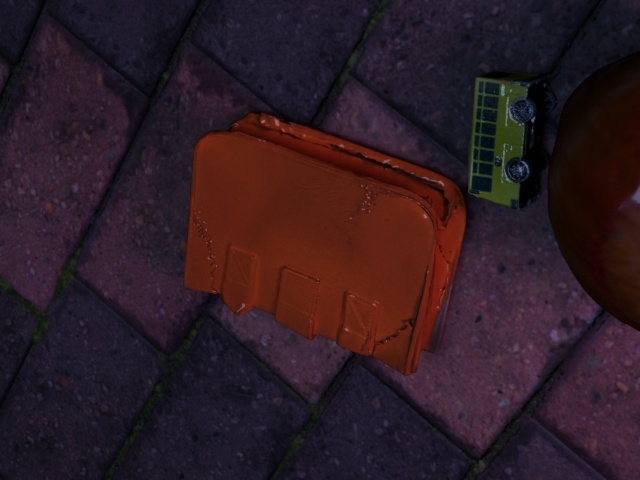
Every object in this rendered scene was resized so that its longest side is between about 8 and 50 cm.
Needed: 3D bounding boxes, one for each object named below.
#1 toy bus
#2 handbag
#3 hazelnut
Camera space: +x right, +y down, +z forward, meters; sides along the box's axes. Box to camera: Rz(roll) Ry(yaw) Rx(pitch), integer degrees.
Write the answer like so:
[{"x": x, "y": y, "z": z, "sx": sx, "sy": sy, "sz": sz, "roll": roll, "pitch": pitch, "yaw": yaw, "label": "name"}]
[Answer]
[{"x": 0.252, "y": -0.137, "z": 1.746, "sx": 0.101, "sy": 0.088, "sz": 0.175, "roll": 12, "pitch": 110, "yaw": 27, "label": "toy bus"}, {"x": 0.000, "y": 0.000, "z": 1.926, "sx": 0.410, "sy": 0.116, "sz": 0.304, "roll": 21, "pitch": 119, "yaw": 23, "label": "handbag"}, {"x": 0.425, "y": -0.069, "z": 1.528, "sx": 0.365, "sy": 0.366, "sz": 0.366, "roll": 10, "pitch": 112, "yaw": 27, "label": "hazelnut"}]
